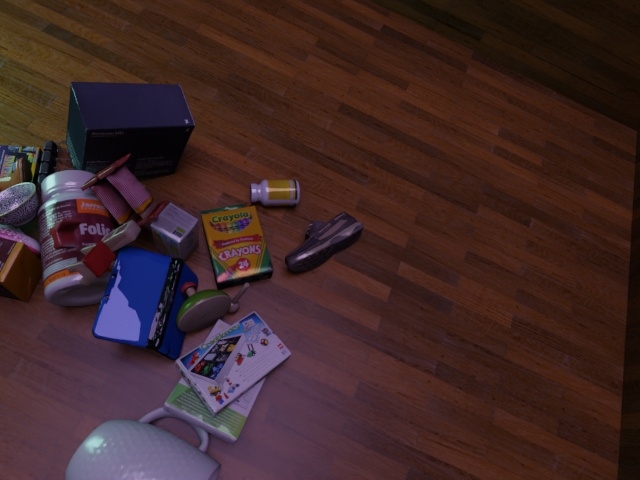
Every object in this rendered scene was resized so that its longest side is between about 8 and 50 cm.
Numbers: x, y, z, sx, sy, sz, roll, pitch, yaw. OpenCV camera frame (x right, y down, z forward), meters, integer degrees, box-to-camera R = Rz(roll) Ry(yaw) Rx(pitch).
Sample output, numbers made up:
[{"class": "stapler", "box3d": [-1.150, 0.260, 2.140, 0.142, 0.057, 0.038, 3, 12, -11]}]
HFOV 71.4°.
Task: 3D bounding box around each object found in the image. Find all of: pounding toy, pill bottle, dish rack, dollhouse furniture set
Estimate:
[{"class": "pounding toy", "box3d": [-0.371, 0.187, 1.441, 0.236, 0.183, 0.110, -18, 60, -37]}, {"class": "pill bottle", "box3d": [-0.177, -0.183, 1.715, 0.183, 0.103, 0.103, -2, 66, -15]}, {"class": "pill bottle", "box3d": [-0.768, -0.010, 1.423, 0.223, 0.224, 0.393, -11, 69, -18]}, {"class": "dish rack", "box3d": [-0.862, -0.261, 1.606, 0.271, 0.074, 0.209, 1, 67, -15]}, {"class": "dollhouse furniture set", "box3d": [-0.622, -0.074, 1.305, 0.201, 0.152, 0.374, 56, 20, -27]}]

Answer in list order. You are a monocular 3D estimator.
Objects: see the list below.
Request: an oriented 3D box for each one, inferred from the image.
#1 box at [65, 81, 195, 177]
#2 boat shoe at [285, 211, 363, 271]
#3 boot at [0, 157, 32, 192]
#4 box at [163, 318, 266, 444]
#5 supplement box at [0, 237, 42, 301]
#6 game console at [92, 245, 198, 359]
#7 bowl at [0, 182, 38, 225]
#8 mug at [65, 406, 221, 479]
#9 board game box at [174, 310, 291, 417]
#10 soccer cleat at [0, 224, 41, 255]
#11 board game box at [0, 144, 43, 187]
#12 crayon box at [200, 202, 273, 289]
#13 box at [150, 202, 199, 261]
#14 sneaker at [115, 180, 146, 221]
[{"class": "box", "box3d": [-0.650, -0.364, 1.516, 0.342, 0.312, 0.179, -13, 74, -37]}, {"class": "boat shoe", "box3d": [0.000, 0.000, 1.675, 0.355, 0.132, 0.130, -27, 64, -32]}, {"class": "boot", "box3d": [-1.046, -0.190, 1.467, 0.152, 0.197, 0.073, 10, 22, -13]}, {"class": "box", "box3d": [-0.296, 0.426, 1.379, 0.232, 0.059, 0.322, 27, 43, 0]}, {"class": "supplement box", "box3d": [-0.989, 0.077, 1.346, 0.193, 0.191, 0.129, 14, 63, -6]}, {"class": "game console", "box3d": [-0.531, 0.199, 1.397, 0.173, 0.250, 0.294, 4, 63, 8]}, {"class": "bowl", "box3d": [-0.956, -0.100, 1.403, 0.169, 0.080, 0.170, -10, 43, 10]}, {"class": "mug", "box3d": [-0.458, 0.615, 1.209, 0.327, 0.276, 0.374, 28, 32, 8]}, {"class": "board game box", "box3d": [-0.261, 0.367, 1.369, 0.193, 0.053, 0.305, 45, 47, 17]}, {"class": "soccer cleat", "box3d": [-1.050, -0.051, 1.434, 0.330, 0.116, 0.143, 18, 62, -5]}, {"class": "board game box", "box3d": [-1.068, -0.250, 1.561, 0.140, 0.048, 0.171, 1, 65, -15]}, {"class": "crayon box", "box3d": [-0.310, -0.001, 1.612, 0.202, 0.081, 0.319, -13, 69, -18]}, {"class": "box", "box3d": [-0.487, -0.016, 1.505, 0.114, 0.203, 0.103, 31, 62, 2]}, {"class": "sneaker", "box3d": [-0.684, -0.141, 1.597, 0.067, 0.064, 0.175, 27, 65, -12]}]
